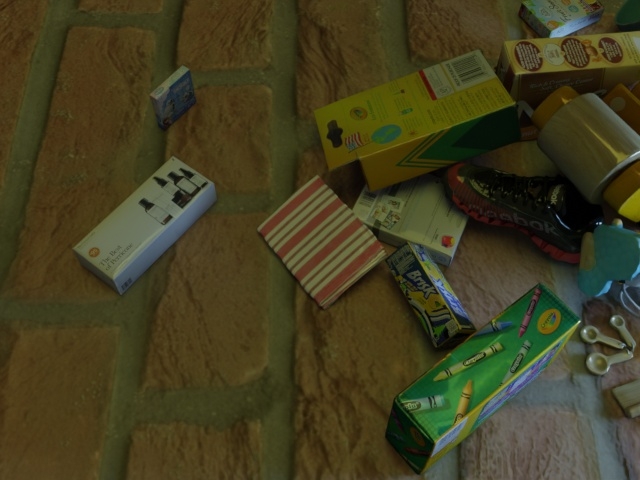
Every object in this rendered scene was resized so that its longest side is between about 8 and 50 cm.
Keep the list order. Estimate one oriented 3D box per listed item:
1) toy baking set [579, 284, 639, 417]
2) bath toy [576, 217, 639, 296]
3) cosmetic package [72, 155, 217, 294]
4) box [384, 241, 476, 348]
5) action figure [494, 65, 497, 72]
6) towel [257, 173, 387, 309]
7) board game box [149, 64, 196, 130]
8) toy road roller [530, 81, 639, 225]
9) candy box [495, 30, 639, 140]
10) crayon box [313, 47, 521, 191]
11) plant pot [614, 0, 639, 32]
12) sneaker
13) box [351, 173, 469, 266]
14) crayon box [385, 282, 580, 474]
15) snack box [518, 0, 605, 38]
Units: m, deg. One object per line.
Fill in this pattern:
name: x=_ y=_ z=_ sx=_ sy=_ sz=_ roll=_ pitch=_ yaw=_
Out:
toy baking set: x=0.522 y=0.159 z=1.138 sx=0.256 sy=0.030 sz=0.196 roll=-40 pitch=66 yaw=-21
bath toy: x=0.579 y=0.044 z=1.136 sx=0.348 sy=0.129 sz=0.151 roll=5 pitch=18 yaw=-13
cosmetic package: x=-0.292 y=-0.030 z=1.240 sx=0.099 sy=0.060 sz=0.239 roll=32 pitch=64 yaw=19
box: x=0.172 y=0.085 z=1.156 sx=0.054 sy=0.059 sz=0.169 roll=-41 pitch=61 yaw=25
action figure: x=0.355 y=-0.325 z=1.434 sx=0.038 sy=0.030 sz=0.115 roll=35 pitch=63 yaw=25
towel: x=0.000 y=0.000 z=1.222 sx=0.144 sy=0.029 sz=0.197 roll=-41 pitch=65 yaw=-1
board game box: x=-0.272 y=-0.264 z=1.363 sx=0.020 sy=0.090 sz=0.090 roll=32 pitch=65 yaw=18
toy road roller: x=0.516 y=-0.175 z=1.167 sx=0.240 sy=0.329 sz=0.202 roll=-48 pitch=60 yaw=25
candy box: x=0.470 y=-0.273 z=1.310 sx=0.316 sy=0.183 sz=0.088 roll=-4 pitch=58 yaw=-2
crayon box: x=0.158 y=-0.202 z=1.269 sx=0.318 sy=0.081 sz=0.202 roll=-18 pitch=41 yaw=6
plant pot: x=0.734 y=-0.418 z=1.372 sx=0.290 sy=0.290 sz=0.195 roll=-46 pitch=105 yaw=-23
sneaker: x=0.334 y=-0.066 z=1.192 sx=0.276 sy=0.135 sz=0.098 roll=27 pitch=63 yaw=4
box: x=0.160 y=-0.053 z=1.264 sx=0.186 sy=0.038 sz=0.145 roll=20 pitch=61 yaw=13
crayon box: x=0.225 y=0.197 z=1.038 sx=0.278 sy=0.165 sz=0.081 roll=-34 pitch=64 yaw=-19
snack box: x=0.497 y=-0.474 z=1.516 sx=0.141 sy=0.037 sz=0.100 roll=-26 pitch=61 yaw=-14
